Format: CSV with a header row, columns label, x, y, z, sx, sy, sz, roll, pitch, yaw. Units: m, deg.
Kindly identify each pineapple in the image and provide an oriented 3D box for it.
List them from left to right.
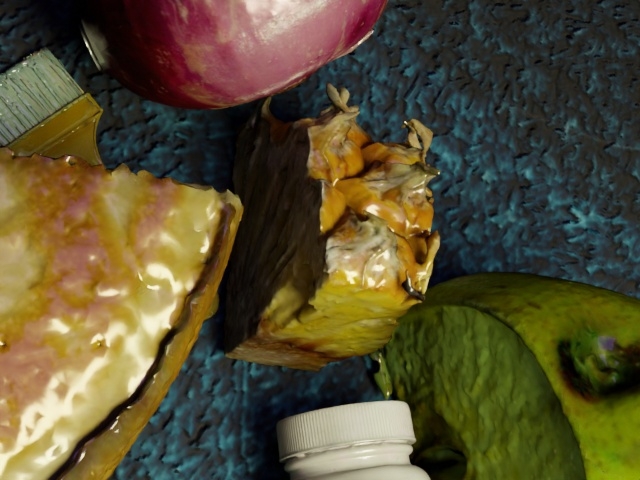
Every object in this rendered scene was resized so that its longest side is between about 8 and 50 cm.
label,x,y,z,sx,sy,sz,roll,pitch,yaw
pineapple,0.000,0.000,0.910,0.114,0.186,0.236,15,24,-15

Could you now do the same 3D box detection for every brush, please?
label,x,y,z,sx,sy,sz,roll,pitch,yaw
brush,-0.146,-0.030,0.928,0.082,0.010,0.218,-41,92,-29

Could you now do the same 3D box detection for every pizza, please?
label,x,y,z,sx,sy,sz,roll,pitch,yaw
pizza,-0.299,0.031,0.786,0.406,0.130,0.440,43,70,5

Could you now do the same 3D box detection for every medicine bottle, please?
label,x,y,z,sx,sy,sz,roll,pitch,yaw
medicine bottle,0.027,0.202,0.876,0.103,0.103,0.187,-2,75,-24

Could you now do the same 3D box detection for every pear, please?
label,x,y,z,sx,sy,sz,roll,pitch,yaw
pear,0.165,0.109,0.885,0.164,0.255,0.238,-10,73,-25

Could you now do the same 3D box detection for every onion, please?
label,x,y,z,sx,sy,sz,roll,pitch,yaw
onion,-0.068,-0.165,0.897,0.200,0.200,0.207,-35,49,-29
